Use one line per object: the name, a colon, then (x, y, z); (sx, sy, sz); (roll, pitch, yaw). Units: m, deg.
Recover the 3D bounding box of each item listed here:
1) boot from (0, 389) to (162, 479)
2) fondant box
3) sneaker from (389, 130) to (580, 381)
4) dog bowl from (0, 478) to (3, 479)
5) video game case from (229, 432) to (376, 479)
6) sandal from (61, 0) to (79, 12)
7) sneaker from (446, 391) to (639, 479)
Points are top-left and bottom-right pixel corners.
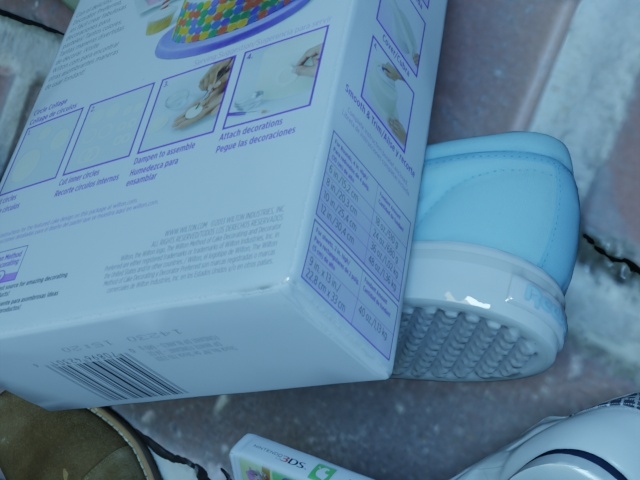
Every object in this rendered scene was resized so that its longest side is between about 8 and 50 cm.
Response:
boot: (-0.178, 0.214, 0.684); (0.305, 0.115, 0.112); (44, 110, 29)
fondant box: (-0.058, -0.077, 0.539); (0.238, 0.096, 0.330); (-11, 53, 33)
sneaker: (0.000, 0.000, 0.603); (0.366, 0.135, 0.150); (1, 57, 37)
dog bowl: (-0.288, 0.348, 0.765); (0.166, 0.074, 0.297); (-27, 71, 28)
video game case: (0.043, 0.224, 0.534); (0.193, 0.023, 0.212); (13, 124, 32)
sandal: (-0.232, -0.264, 0.775); (0.303, 0.086, 0.120); (33, 103, 30)
sneaker: (0.102, 0.163, 0.532); (0.090, 0.095, 0.235); (48, 133, 0)
